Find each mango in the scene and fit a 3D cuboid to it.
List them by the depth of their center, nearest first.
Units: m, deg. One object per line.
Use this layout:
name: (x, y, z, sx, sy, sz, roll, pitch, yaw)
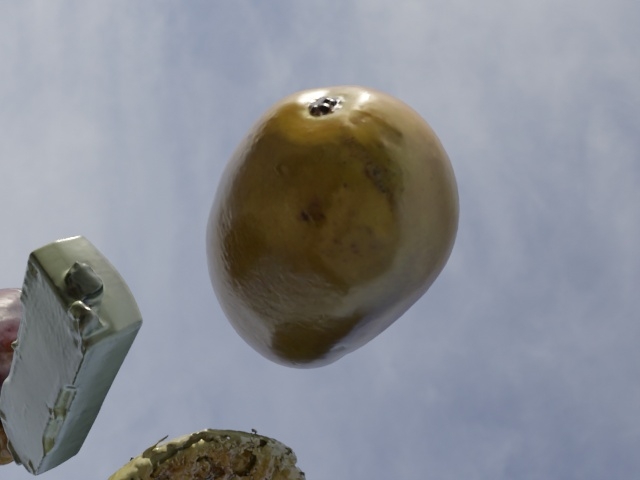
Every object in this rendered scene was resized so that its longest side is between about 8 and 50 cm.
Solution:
mango: (0.000, 0.000, 1.183, 0.300, 0.232, 0.445, 31, -44, 5)

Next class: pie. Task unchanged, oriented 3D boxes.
pie: (-0.135, 0.327, 1.065, 0.274, 0.274, 0.055, -65, -154, 20)

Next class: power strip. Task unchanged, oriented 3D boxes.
power strip: (-0.195, 0.100, 0.687, 0.080, 0.048, 0.286, 55, -39, 18)

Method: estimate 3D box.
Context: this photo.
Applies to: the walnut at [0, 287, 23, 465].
walnut: (-0.421, 0.190, 1.221, 0.222, 0.269, 0.244, -27, -91, 22)
